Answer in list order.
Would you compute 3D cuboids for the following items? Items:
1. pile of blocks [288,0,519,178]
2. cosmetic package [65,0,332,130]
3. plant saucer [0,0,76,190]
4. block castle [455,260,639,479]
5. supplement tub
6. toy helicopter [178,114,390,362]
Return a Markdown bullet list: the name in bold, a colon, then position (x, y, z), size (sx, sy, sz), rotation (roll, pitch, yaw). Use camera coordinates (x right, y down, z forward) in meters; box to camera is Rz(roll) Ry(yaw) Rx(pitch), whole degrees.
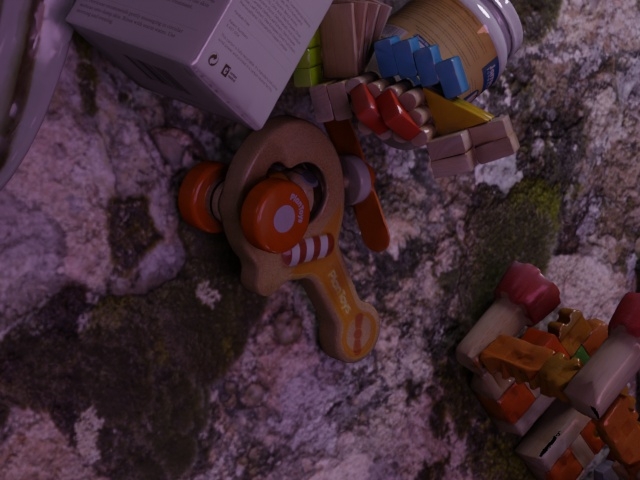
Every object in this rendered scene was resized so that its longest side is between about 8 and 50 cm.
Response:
- **pile of blocks**: position (0.051, -0.181, 1.417), size (0.112, 0.362, 0.149), rotation (-40, 151, -68)
- **cosmetic package**: position (-0.079, -0.327, 1.359), size (0.365, 0.197, 0.155), rotation (-60, 146, -8)
- **plant saucer**: position (-0.323, -0.228, 1.189), size (0.101, 0.400, 0.400), rotation (14, 92, 3)
- **block castle**: position (0.413, 0.235, 1.736), size (0.213, 0.303, 0.453), rotation (-47, 121, -17)
- **supplement tub**: position (0.134, -0.220, 1.564), size (0.200, 0.144, 0.144), rotation (-41, 118, -19)
- **toy helicopter**: position (0.000, 0.000, 1.556), size (0.235, 0.140, 0.355), rotation (-46, 131, -27)
